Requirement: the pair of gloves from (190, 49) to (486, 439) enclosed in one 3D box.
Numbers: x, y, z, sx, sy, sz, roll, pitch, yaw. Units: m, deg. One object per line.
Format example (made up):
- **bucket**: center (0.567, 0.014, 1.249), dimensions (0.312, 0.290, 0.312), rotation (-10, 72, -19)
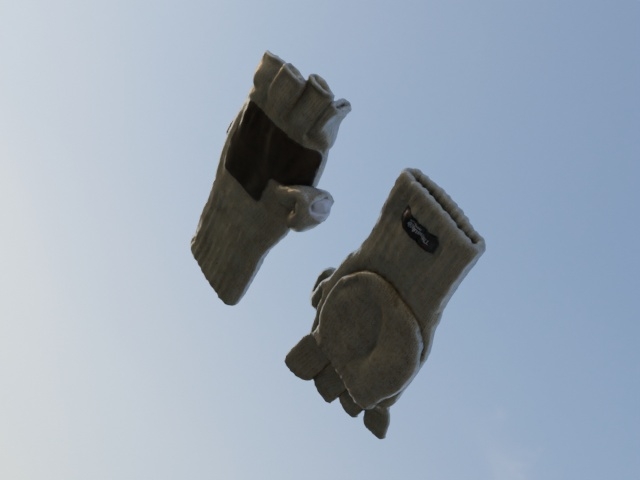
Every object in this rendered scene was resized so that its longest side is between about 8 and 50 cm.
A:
- **pair of gloves**: center (0.000, 0.000, 0.618), dimensions (0.240, 0.042, 0.204), rotation (45, -50, 31)
